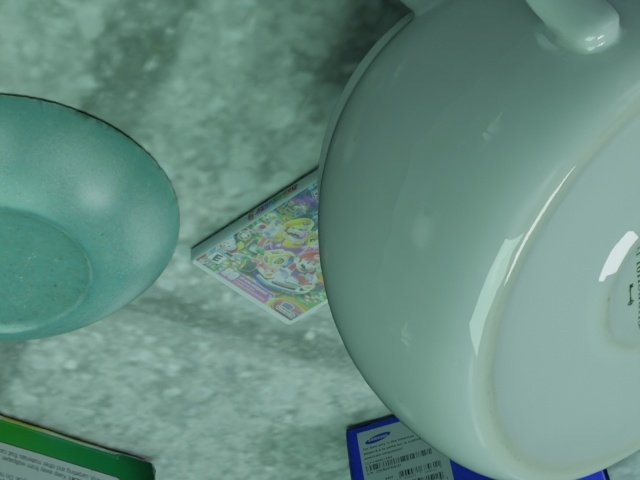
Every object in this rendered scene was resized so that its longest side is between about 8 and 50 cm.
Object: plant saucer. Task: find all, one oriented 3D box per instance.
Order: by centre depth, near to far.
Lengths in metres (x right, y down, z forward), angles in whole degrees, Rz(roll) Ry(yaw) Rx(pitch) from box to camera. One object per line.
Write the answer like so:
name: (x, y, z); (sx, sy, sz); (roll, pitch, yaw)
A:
plant saucer: (-0.172, 0.005, 0.699); (0.195, 0.037, 0.195); (-5, 139, -4)

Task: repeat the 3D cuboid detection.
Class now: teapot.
teapot: (0.087, -0.030, 0.598); (0.253, 0.187, 0.256); (7, 114, -44)

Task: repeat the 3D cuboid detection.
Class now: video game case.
video game case: (0.000, 0.000, 0.739); (0.122, 0.011, 0.087); (-32, 134, 25)

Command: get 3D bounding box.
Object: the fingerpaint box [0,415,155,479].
fingerpaint box: (-0.390, 0.235, 0.834); (0.445, 0.163, 0.371); (26, 129, -32)

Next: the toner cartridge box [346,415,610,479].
toner cartridge box: (0.149, 0.236, 0.986); (0.165, 0.075, 0.348); (-15, 139, 10)
